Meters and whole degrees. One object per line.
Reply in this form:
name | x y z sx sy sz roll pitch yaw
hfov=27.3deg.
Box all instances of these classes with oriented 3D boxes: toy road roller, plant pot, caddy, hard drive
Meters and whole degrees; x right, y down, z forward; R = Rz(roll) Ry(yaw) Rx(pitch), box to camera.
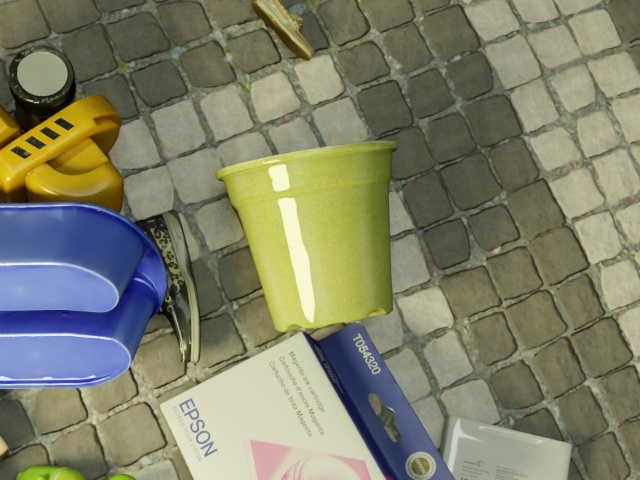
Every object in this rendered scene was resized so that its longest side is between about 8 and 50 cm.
toy road roller | -0.429 -0.097 1.898 0.330 0.202 0.240 -37 79 -19
plant pot | 0.000 0.000 1.970 0.276 0.276 0.253 -10 89 -15
caddy | -0.389 0.067 1.839 0.342 0.241 0.179 -1 34 5
hard drive | 0.263 0.439 2.004 0.203 0.040 0.307 14 73 -8

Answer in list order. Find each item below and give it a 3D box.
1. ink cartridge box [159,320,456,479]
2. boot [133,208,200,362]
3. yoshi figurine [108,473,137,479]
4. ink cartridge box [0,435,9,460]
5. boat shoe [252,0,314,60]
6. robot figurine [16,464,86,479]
ink cartridge box | -0.017 0.299 1.885 0.330 0.071 0.324 -28 62 -7
boot | -0.275 0.080 1.964 0.179 0.085 0.236 -10 78 -10
yoshi figurine | -0.271 0.503 1.795 0.203 0.203 0.362 19 70 -15
ink cartridge box | -0.583 0.290 1.830 0.235 0.088 0.193 -36 84 -18
boat shoe | -0.052 -0.352 2.144 0.045 0.050 0.135 -42 87 -14
robot figurine | -0.376 0.351 1.854 0.115 0.101 0.067 -1 67 29
